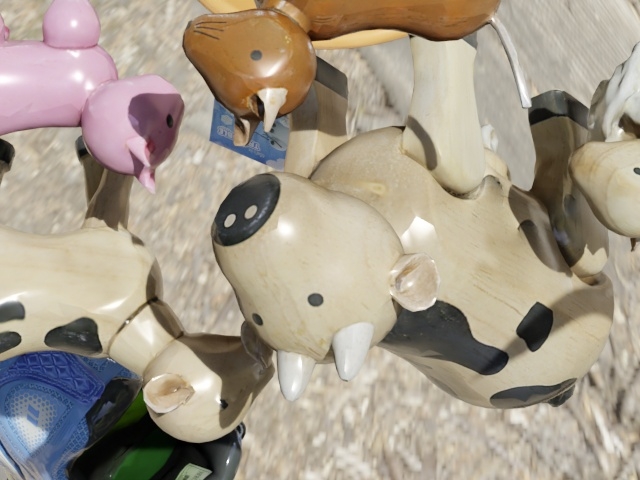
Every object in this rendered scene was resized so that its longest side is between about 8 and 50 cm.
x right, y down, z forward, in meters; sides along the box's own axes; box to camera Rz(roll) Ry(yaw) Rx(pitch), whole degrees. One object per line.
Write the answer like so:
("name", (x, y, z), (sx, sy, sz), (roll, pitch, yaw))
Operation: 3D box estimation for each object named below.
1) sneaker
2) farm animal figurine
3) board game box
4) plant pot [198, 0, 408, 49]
("sneaker", (-0.120, 0.148, 1.176), (0.147, 0.330, 0.129), (29, 75, 26))
("farm animal figurine", (0.000, 0.000, 0.771), (0.327, 0.172, 0.330), (16, 150, -33))
("board game box", (-0.048, -0.103, 1.611), (0.090, 0.020, 0.090), (23, 140, 11))
("plant pot", (0.008, -0.289, 1.116), (0.291, 0.203, 0.291), (-16, 140, -15))
